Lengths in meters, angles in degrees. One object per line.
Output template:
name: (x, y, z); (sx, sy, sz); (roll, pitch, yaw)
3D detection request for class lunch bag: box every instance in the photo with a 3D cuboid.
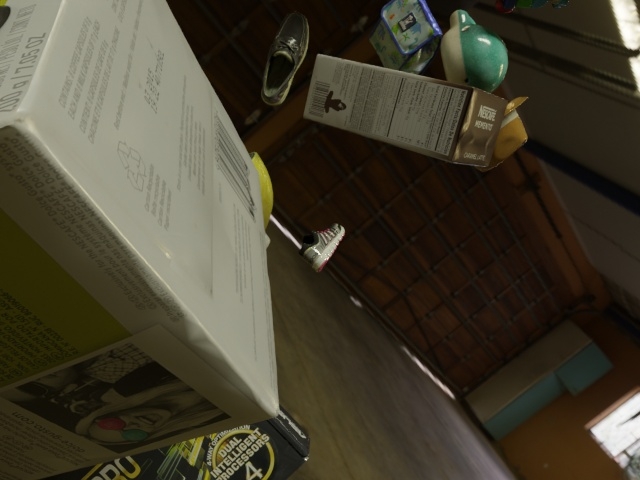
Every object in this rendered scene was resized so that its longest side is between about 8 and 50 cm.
lunch bag: (0.181, -0.423, 1.144); (0.128, 0.096, 0.151); (66, -31, 14)

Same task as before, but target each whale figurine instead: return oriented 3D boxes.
whale figurine: (0.368, -0.447, 1.315); (0.272, 0.141, 0.216); (-72, 147, -46)

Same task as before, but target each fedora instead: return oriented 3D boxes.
fedora: (0.331, -0.189, 1.057); (0.079, 0.194, 0.194); (52, 5, 3)

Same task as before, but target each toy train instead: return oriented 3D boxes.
toy train: (0.464, -0.609, 1.228); (0.105, 0.144, 0.248); (100, -4, -59)

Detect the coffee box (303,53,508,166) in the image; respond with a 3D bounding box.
coffee box: (0.118, -0.186, 0.794); (0.247, 0.098, 0.141); (24, 18, 31)

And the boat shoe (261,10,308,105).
boat shoe: (-0.081, -0.423, 1.285); (0.080, 0.223, 0.073); (20, 6, -6)

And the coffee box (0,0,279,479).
coffee box: (-0.261, -0.022, 0.497); (0.338, 0.335, 0.337); (64, 12, -46)

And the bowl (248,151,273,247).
bowl: (-0.190, -0.023, 1.076); (0.156, 0.289, 0.289); (52, 4, -16)

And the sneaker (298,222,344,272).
sneaker: (0.000, 0.000, 1.244); (0.075, 0.063, 0.170); (35, 37, -2)

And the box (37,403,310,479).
box: (-0.261, 0.325, 0.820); (0.318, 0.395, 0.097); (47, 1, 0)
